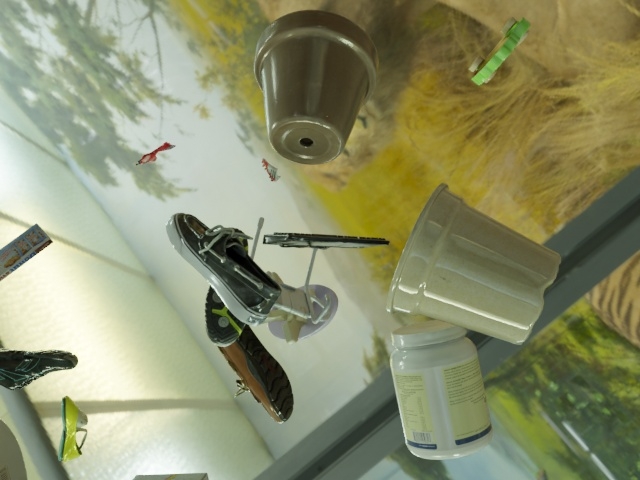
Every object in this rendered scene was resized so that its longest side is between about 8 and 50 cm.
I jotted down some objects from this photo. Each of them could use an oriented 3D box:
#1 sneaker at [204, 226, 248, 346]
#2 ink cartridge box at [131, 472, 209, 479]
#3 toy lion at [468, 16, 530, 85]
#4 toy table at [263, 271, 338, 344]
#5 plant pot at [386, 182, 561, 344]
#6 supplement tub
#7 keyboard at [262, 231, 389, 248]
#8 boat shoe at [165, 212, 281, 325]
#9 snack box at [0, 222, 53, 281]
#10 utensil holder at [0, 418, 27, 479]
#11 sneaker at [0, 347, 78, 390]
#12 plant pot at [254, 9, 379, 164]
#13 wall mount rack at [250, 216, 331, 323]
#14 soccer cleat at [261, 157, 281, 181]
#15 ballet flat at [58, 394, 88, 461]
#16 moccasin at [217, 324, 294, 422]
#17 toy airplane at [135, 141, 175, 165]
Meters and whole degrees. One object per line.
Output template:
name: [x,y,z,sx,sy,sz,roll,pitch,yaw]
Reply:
sneaker: [-0.275,0.151,1.844,0.147,0.145,0.385,105,169,-55]
ink cartridge box: [-0.321,0.573,1.247,0.127,0.176,0.128,-46,-53,-71]
toy lion: [0.229,-0.240,0.765,0.034,0.100,0.096,39,-169,-3]
toy table: [-0.094,0.234,2.045,0.161,0.274,0.252,27,-151,-59]
plant pot: [0.357,0.078,1.375,0.305,0.334,0.334,24,170,17]
supplement tub: [0.317,0.390,1.615,0.235,0.235,0.325,132,127,-88]
keyboard: [0.000,0.000,1.485,0.317,0.033,0.201,4,172,-38]
boat shoe: [-0.189,0.026,1.176,0.113,0.105,0.306,11,-151,-53]
snack box: [-0.725,0.036,1.419,0.064,0.178,0.022,41,160,22]
utensil holder: [-0.860,0.553,1.231,0.327,0.385,0.328,166,90,-87]
sneaker: [-0.783,0.345,1.616,0.101,0.267,0.106,60,-150,-83]
plant pot: [-0.017,-0.283,1.217,0.263,0.262,0.229,54,-143,-54]
wall mount rack: [-0.100,0.093,1.783,0.350,0.130,0.304,23,-154,-25]
soccer cleat: [-0.149,-0.216,1.819,0.083,0.035,0.029,61,164,-24]
ballet flat: [-0.723,0.548,1.764,0.077,0.231,0.077,2,-157,-25]
moccasin: [-0.222,0.441,1.986,0.380,0.147,0.139,53,-142,-12]
toy airplane: [-0.554,-0.290,2.010,0.028,0.151,0.151,60,178,-5]
